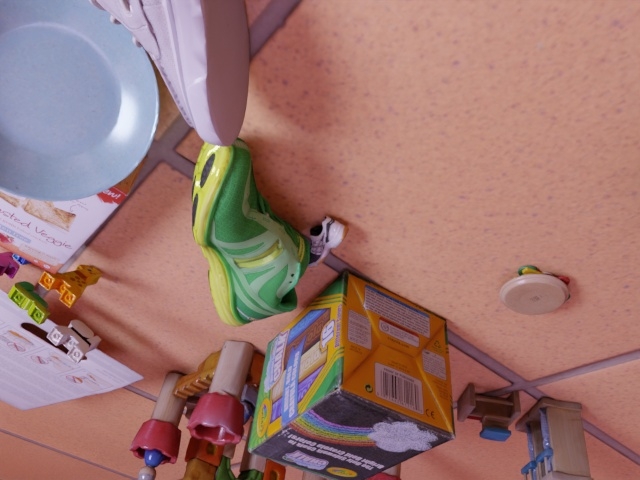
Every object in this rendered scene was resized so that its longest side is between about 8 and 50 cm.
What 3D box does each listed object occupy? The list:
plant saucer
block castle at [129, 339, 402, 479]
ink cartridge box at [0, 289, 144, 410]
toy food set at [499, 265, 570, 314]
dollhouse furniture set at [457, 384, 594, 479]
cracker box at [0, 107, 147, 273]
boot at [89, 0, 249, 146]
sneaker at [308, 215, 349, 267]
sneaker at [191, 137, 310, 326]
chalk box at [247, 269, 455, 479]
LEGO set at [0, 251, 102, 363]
[{"bbox_3d":[-0.248,-0.134,0.502,0.194,0.037,0.195,-6,114,-14],"label":"plant saucer"},{"bbox_3d":[-0.089,0.396,1.006,0.453,0.213,0.303,35,136,-26],"label":"block castle"},{"bbox_3d":[-0.530,0.173,0.956,0.384,0.091,0.308,-20,131,29],"label":"ink cartridge box"},{"bbox_3d":[0.263,0.064,0.672,0.083,0.020,0.083,21,140,-10],"label":"toy food set"},{"bbox_3d":[0.318,0.337,0.898,0.183,0.129,0.129,9,141,1],"label":"dollhouse furniture set"},{"bbox_3d":[-0.327,-0.063,0.632,0.155,0.067,0.232,34,135,-25],"label":"cracker box"},{"bbox_3d":[-0.135,-0.194,0.423,0.123,0.095,0.258,8,132,14],"label":"boot"},{"bbox_3d":[0.000,0.000,0.660,0.037,0.032,0.083,35,132,-6],"label":"sneaker"},{"bbox_3d":[-0.075,-0.008,0.623,0.123,0.110,0.296,-5,143,-3],"label":"sneaker"},{"bbox_3d":[0.022,0.213,0.770,0.180,0.179,0.289,27,134,-20],"label":"chalk box"},{"bbox_3d":[-0.375,0.058,0.773,0.227,0.093,0.087,39,102,7],"label":"LEGO set"}]
